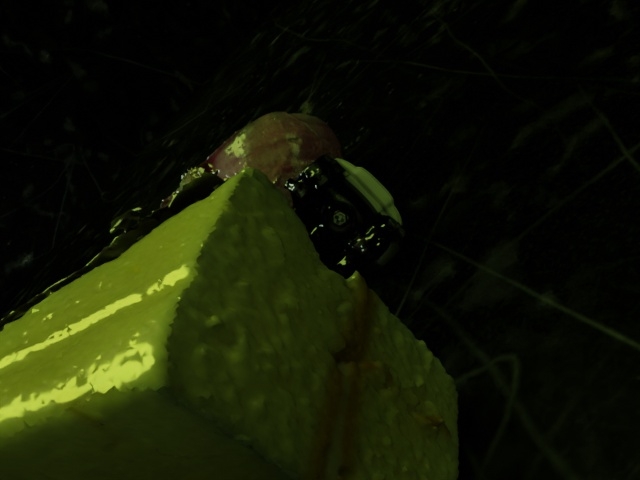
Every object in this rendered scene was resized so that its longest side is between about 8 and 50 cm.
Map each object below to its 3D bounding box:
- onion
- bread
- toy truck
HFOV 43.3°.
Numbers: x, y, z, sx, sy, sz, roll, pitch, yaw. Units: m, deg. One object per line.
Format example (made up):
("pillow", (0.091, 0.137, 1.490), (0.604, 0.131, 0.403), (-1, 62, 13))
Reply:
("onion", (-0.046, -0.070, 1.251), (0.348, 0.159, 0.267), (-17, -17, -46))
("bread", (-0.126, 0.157, 0.625), (0.404, 0.346, 0.242), (-22, 35, 15))
("toy truck", (0.000, 0.000, 1.071), (0.213, 0.161, 0.177), (-44, -1, 0))
